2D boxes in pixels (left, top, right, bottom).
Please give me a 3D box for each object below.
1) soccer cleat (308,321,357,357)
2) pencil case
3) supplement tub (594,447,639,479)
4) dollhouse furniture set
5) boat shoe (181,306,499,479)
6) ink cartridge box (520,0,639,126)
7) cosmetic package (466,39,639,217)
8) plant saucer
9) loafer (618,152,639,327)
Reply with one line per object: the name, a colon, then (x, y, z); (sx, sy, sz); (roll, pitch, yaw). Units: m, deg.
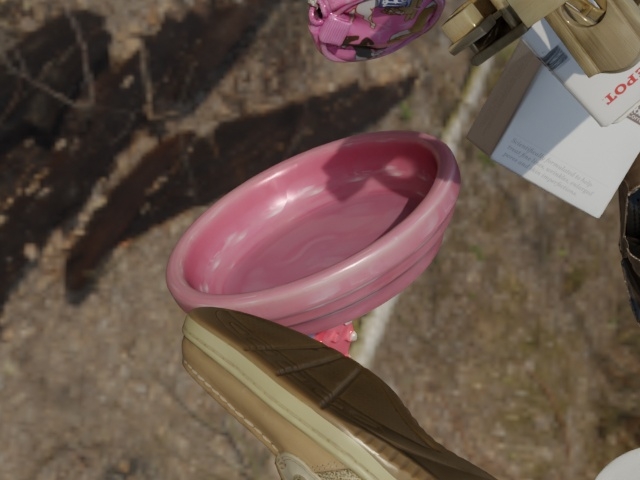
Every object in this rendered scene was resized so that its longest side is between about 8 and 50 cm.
soccer cleat: (-0.015, 0.089, 1.787); (0.083, 0.095, 0.248); (-40, 147, -23)
pencil case: (0.017, -0.406, 1.635); (0.167, 0.160, 0.386); (39, 32, -71)
supplement tub: (0.393, 0.405, 1.623); (0.325, 0.235, 0.235); (84, 22, -51)
dollhouse furniture set: (0.159, -0.144, 1.020); (0.101, 0.161, 0.182); (52, 35, -7)
boat shoe: (0.022, 0.168, 0.949); (0.122, 0.341, 0.110); (0, 123, -61)
ink cartridge box: (0.231, -0.230, 1.206); (0.219, 0.160, 0.092); (41, 15, -31)
cosmetic package: (0.282, -0.139, 1.643); (0.151, 0.151, 0.183); (-61, -173, 9)
plant saucer: (0.000, 0.000, 1.487); (0.084, 0.332, 0.332); (64, 35, -24)
loafer: (0.515, 0.027, 2.162); (0.130, 0.134, 0.366); (-57, 135, -53)
